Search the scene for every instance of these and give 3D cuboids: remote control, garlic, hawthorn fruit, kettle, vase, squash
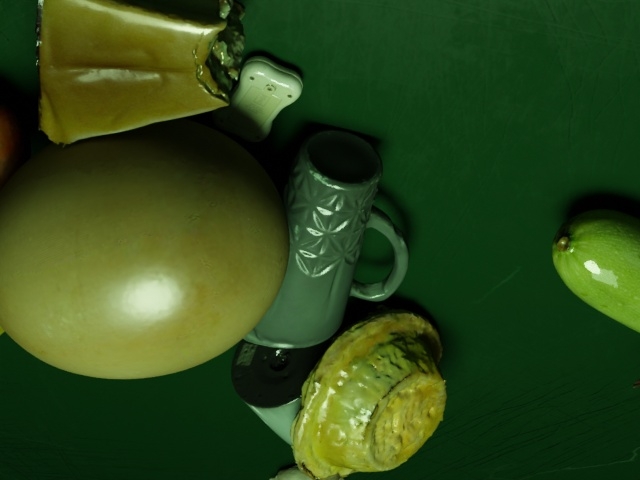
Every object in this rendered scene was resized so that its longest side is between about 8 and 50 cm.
[{"bbox_3d":[-0.074,-0.163,1.284,0.074,0.032,0.122,24,139,-20],"label":"remote control"},{"bbox_3d":[-0.026,0.452,2.052,0.152,0.066,0.084,1,144,6],"label":"garlic"},{"bbox_3d":[-0.461,-0.061,1.286,0.165,0.285,0.165,28,152,17],"label":"hawthorn fruit"},{"bbox_3d":[-0.037,0.236,1.709,0.221,0.161,0.236,1,147,30],"label":"kettle"},{"bbox_3d":[0.000,0.000,1.406,0.251,0.156,0.300,8,137,-12],"label":"vase"},{"bbox_3d":[0.392,0.037,1.389,0.247,0.132,0.132,29,138,-24],"label":"squash"}]

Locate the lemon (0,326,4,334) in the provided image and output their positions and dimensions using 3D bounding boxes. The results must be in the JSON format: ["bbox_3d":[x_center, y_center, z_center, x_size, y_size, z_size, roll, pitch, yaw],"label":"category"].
[{"bbox_3d":[-0.511,0.027,1.448,0.236,0.235,0.263,-20,136,32],"label":"lemon"}]

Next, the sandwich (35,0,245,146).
[{"bbox_3d":[-0.180,-0.202,1.150,0.199,0.155,0.227,13,143,-6],"label":"sandwich"}]

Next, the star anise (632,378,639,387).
[{"bbox_3d":[0.507,0.173,1.553,0.144,0.158,0.140,-49,163,7],"label":"star anise"}]

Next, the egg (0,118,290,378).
[{"bbox_3d":[-0.219,0.010,1.272,0.374,0.301,0.301,-11,139,13],"label":"egg"}]

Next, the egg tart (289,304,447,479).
[{"bbox_3d":[0.081,0.234,1.585,0.118,0.288,0.288,35,162,40],"label":"egg tart"}]
